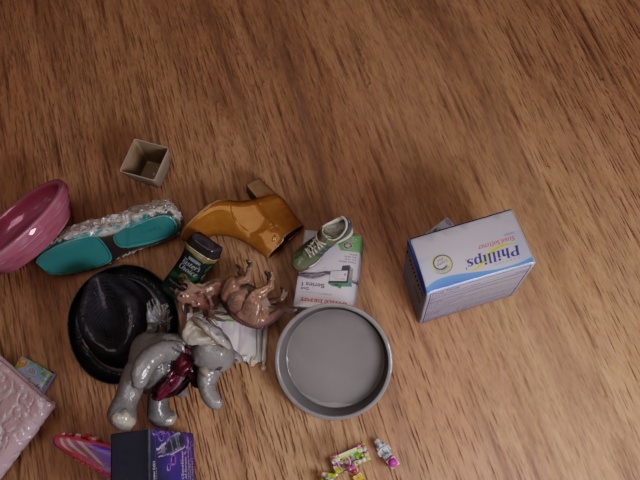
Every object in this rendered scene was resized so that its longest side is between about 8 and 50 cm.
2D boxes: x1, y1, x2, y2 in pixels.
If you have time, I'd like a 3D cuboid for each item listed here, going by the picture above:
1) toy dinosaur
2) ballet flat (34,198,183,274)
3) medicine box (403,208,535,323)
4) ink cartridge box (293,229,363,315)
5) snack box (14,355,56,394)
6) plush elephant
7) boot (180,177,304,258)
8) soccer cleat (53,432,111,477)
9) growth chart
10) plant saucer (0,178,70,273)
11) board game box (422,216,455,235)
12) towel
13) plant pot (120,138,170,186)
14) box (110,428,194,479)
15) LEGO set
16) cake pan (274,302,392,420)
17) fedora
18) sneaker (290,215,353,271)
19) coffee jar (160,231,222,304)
[{"bbox_3d":[-0.205,0.165,1.824,0.296,0.127,0.200,27,71,17],"label":"toy dinosaur"},{"bbox_3d":[-0.581,-0.017,1.964,0.409,0.147,0.146,-17,69,-5],"label":"ballet flat"},{"bbox_3d":[0.355,0.071,1.754,0.264,0.289,0.149,-16,69,-2],"label":"medicine box"},{"bbox_3d":[0.022,0.095,1.876,0.160,0.092,0.219,5,69,7],"label":"ink cartridge box"},{"bbox_3d":[-0.775,0.389,1.852,0.100,0.037,0.141,24,74,12],"label":"snack box"},{"bbox_3d":[-0.318,0.306,1.707,0.256,0.272,0.329,1,70,14],"label":"plush elephant"},{"bbox_3d":[-0.211,-0.025,1.935,0.295,0.104,0.211,-34,70,-13],"label":"boot"},{"bbox_3d":[-0.555,0.539,1.759,0.248,0.083,0.095,10,75,5],"label":"soccer cleat"},{"bbox_3d":[-0.248,0.248,1.876,0.238,0.021,0.171,5,69,6],"label":"growth chart"},{"bbox_3d":[-0.802,-0.026,1.913,0.332,0.084,0.332,-28,31,18],"label":"plant saucer"},{"bbox_3d":[0.340,-0.004,1.929,0.090,0.020,0.090,-36,70,-9],"label":"board game box"},{"bbox_3d":[-0.884,0.459,1.799,0.317,0.053,0.331,35,86,16],"label":"towel"},{"bbox_3d":[-0.491,-0.211,2.030,0.109,0.096,0.109,16,71,11],"label":"plant pot"},{"bbox_3d":[-0.393,0.532,1.669,0.108,0.207,0.153,-12,70,16],"label":"box"},{"bbox_3d":[0.049,0.576,1.681,0.287,0.107,0.132,-43,72,-12],"label":"LEGO set"},{"bbox_3d":[0.034,0.298,1.770,0.293,0.054,0.293,0,91,7],"label":"cake pan"},{"bbox_3d":[-0.534,0.201,1.845,0.334,0.152,0.333,-1,69,3],"label":"fedora"},{"bbox_3d":[0.000,0.000,1.817,0.192,0.086,0.064,-35,69,-9],"label":"sneaker"},{"bbox_3d":[-0.341,0.072,1.882,0.096,0.079,0.184,33,101,8],"label":"coffee jar"}]
